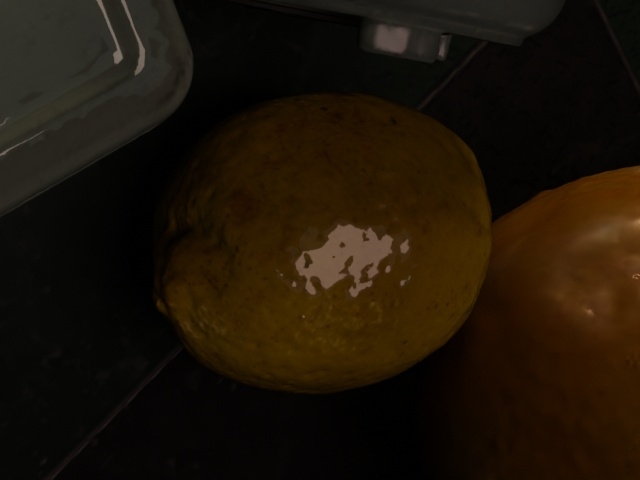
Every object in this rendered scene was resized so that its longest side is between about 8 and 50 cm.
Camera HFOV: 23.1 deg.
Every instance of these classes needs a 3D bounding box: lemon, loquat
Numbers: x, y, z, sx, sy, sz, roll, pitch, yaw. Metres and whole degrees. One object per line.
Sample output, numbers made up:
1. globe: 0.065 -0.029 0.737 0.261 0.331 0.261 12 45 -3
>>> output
1. lemon: 0.000 0.000 0.881 0.207 0.170 0.170 -2 102 -27
2. loquat: 0.216 0.109 0.964 0.328 0.328 0.329 -9 106 -34

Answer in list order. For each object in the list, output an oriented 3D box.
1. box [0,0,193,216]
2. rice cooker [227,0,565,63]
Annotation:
1. box: -0.213 -0.068 0.701 0.311 0.182 0.175 -33 118 -26
2. rice cooker: 0.025 -0.245 0.783 0.316 0.264 0.317 11 90 -82
